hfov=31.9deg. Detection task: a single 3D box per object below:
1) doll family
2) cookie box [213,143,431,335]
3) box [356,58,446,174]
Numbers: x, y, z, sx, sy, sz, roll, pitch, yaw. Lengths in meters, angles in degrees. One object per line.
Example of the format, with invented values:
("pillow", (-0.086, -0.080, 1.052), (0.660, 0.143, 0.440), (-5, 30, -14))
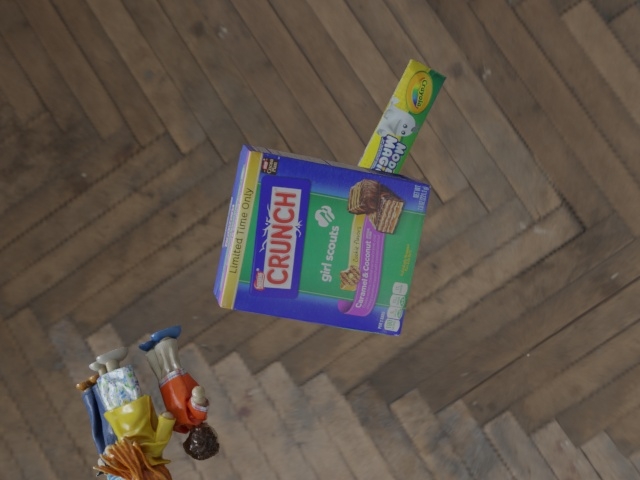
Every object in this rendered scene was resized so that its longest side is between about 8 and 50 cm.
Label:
("doll family", (-0.203, 0.212, 1.183), (0.118, 0.263, 0.163), (-14, 74, -32))
("cookie box", (0.000, 0.000, 0.643), (0.107, 0.040, 0.092), (10, 96, -12))
("box", (0.060, -0.079, 1.071), (0.043, 0.105, 0.179), (28, 91, 1))
